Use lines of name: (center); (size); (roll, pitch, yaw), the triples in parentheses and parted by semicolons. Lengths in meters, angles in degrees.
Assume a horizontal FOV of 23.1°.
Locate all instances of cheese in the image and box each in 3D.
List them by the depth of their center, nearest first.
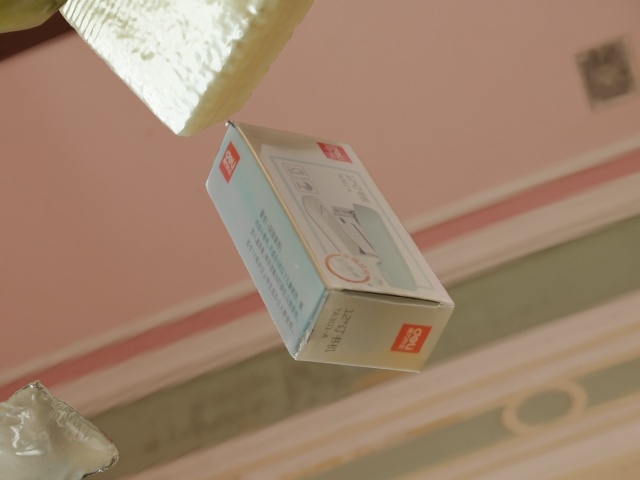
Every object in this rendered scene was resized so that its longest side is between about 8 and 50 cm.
cheese: (-0.139, -0.278, 1.622); (0.124, 0.242, 0.265); (-32, 167, -41)

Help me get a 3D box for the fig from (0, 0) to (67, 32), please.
fig: (-0.294, -0.229, 0.980); (0.314, 0.233, 0.233); (3, -148, 16)

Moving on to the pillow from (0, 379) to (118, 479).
pillow: (-0.329, 0.237, 1.623); (0.229, 0.128, 0.051); (-33, -157, 22)

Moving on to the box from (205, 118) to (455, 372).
box: (0.000, 0.000, 1.375); (0.135, 0.079, 0.269); (9, -149, -29)
